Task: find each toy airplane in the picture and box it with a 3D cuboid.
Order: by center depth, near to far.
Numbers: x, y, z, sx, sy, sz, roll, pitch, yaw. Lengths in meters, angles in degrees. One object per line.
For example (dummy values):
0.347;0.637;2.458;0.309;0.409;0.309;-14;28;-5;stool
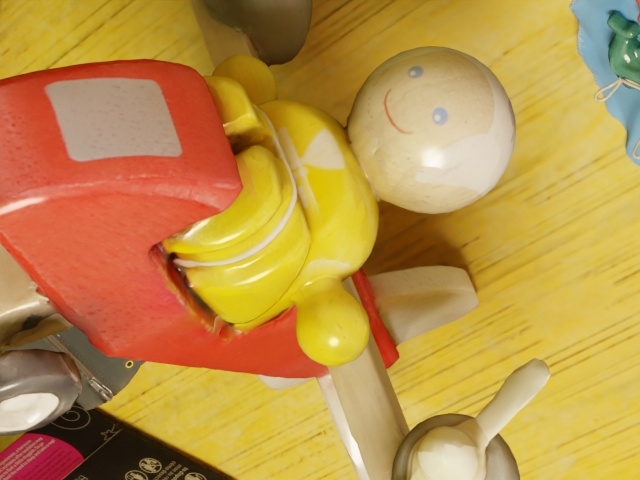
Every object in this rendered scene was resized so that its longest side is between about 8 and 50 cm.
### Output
0.000;0.000;0.856;0.272;0.384;0.386;-33;107;22;toy airplane

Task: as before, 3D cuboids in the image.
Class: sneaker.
-0.138;0.019;1.097;0.118;0.083;0.222;40;118;-15;sneaker

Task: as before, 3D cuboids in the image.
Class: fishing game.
0.195;-0.074;0.837;0.264;0.041;0.189;60;161;-14;fishing game

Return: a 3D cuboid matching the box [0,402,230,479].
-0.190;0.252;1.107;0.163;0.247;0.142;25;122;16;box
